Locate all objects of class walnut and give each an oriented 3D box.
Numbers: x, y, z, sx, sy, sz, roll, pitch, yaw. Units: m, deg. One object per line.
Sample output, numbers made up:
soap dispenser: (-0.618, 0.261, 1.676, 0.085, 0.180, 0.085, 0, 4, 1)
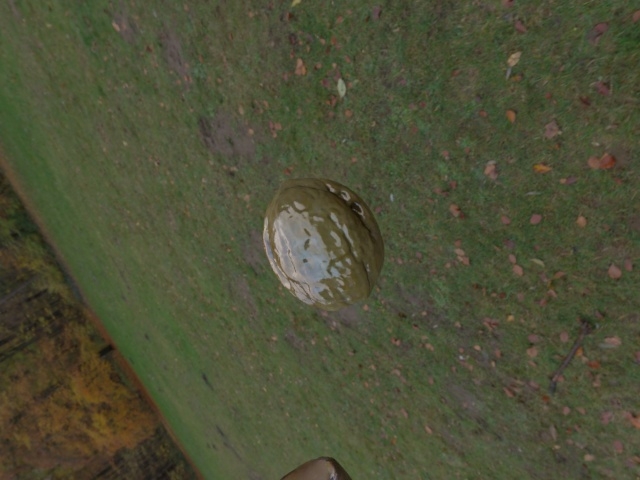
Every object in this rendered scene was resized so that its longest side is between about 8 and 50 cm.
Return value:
walnut: (0.000, 0.000, 0.538, 0.155, 0.155, 0.184, -22, 97, 58)

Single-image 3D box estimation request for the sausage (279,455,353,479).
sausage: (0.027, 0.311, 0.343, 0.123, 0.123, 0.252, -2, 122, 54)
